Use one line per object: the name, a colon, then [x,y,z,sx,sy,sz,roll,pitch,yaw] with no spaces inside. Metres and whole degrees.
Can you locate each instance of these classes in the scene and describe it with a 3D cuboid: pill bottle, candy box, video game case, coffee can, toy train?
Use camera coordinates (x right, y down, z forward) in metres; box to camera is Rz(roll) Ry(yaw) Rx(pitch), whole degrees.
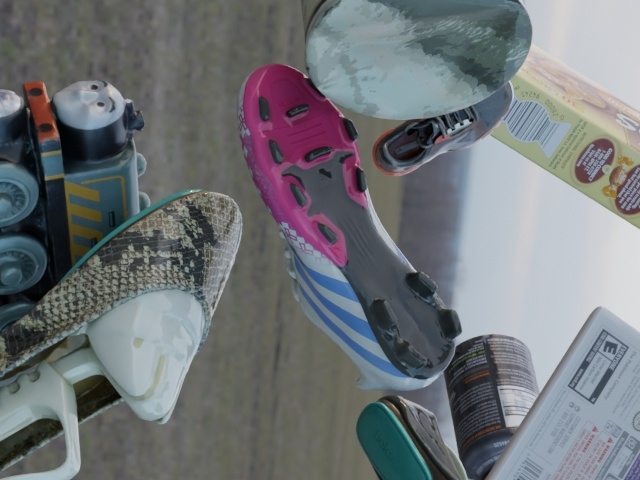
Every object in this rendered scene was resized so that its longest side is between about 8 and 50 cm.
pill bottle: [0.249,0.260,2.190,0.130,0.130,0.246,92,-6,-47]
candy box: [0.349,-0.113,1.915,0.088,0.316,0.183,-57,-178,24]
video game case: [0.218,0.177,1.108,0.201,0.183,0.023,-54,179,-19]
coffee can: [0.074,-0.278,1.441,0.201,0.201,0.275,90,-5,-57]
toy train: [-0.262,-0.017,1.569,0.142,0.190,0.334,-116,-159,-45]

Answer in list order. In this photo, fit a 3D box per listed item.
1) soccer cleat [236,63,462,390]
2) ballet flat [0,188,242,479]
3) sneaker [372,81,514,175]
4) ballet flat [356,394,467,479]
soccer cleat: [0.000,0.000,1.468,0.116,0.331,0.143,-31,-177,-35]
ballet flat: [-0.249,0.143,1.485,0.182,0.482,0.164,52,-8,42]
sneaker: [0.125,-0.112,1.558,0.061,0.158,0.065,56,2,1]
ballet flat: [0.127,0.266,1.542,0.095,0.096,0.280,-48,-134,31]
